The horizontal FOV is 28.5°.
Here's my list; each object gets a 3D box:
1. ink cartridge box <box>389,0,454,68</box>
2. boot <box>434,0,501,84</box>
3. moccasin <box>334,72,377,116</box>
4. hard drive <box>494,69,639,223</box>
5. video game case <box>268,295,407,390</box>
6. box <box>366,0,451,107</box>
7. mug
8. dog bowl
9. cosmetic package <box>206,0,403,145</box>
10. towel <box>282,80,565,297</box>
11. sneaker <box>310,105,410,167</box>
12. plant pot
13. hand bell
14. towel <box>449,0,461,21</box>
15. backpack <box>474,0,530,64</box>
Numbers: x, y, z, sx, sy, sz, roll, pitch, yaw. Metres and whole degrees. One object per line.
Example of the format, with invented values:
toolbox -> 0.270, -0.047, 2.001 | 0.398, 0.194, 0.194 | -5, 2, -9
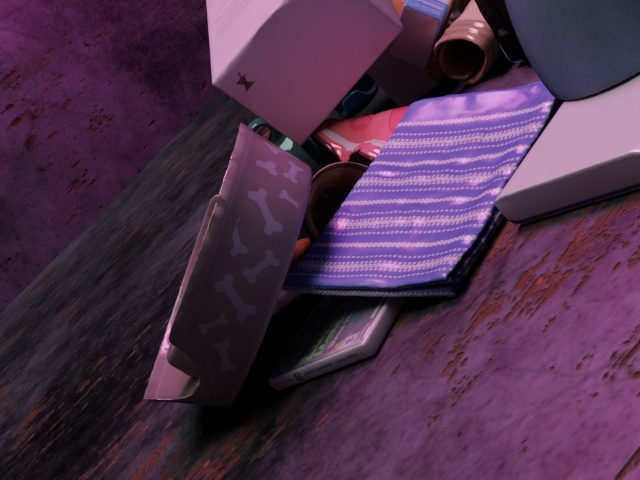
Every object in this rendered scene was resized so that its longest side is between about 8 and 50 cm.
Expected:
ink cartridge box -> 0.168, -0.358, 1.884 | 0.104, 0.061, 0.181 | 106, -173, -52
boot -> 0.233, -0.317, 1.848 | 0.203, 0.095, 0.262 | -53, 13, -14
moccasin -> 0.038, -0.332, 2.333 | 0.137, 0.117, 0.342 | -42, 15, 5
hard drive -> 0.324, -0.156, 1.270 | 0.319, 0.040, 0.210 | -52, 17, -30
video game case -> 0.038, 0.078, 1.415 | 0.173, 0.022, 0.190 | -27, 22, 47
box -> 0.123, -0.318, 1.973 | 0.091, 0.170, 0.130 | -31, 20, 46
mug -> -0.048, -0.103, 1.866 | 0.097, 0.158, 0.129 | -46, -9, 11
dog bowl -> -0.106, 0.039, 1.499 | 0.349, 0.102, 0.349 | -160, 90, -84
cosmetic package -> -0.038, -0.353, 1.875 | 0.230, 0.161, 0.453 | -47, 23, 18
towel -> 0.123, -0.064, 1.419 | 0.243, 0.040, 0.336 | -2, 41, 43
sneaker -> 0.092, -0.124, 1.706 | 0.136, 0.116, 0.314 | -36, 21, -10
plant pot -> 0.297, -0.317, 1.320 | 0.290, 0.195, 0.290 | -40, 15, 13
hand bell -> 0.000, 0.000, 1.629 | 0.126, 0.126, 0.242 | -51, 4, -26
towel -> 0.369, -0.512, 2.004 | 0.374, 0.090, 0.320 | -25, 23, 50
backpack -> 0.268, -0.343, 1.634 | 0.144, 0.188, 0.166 | -47, 15, -13
